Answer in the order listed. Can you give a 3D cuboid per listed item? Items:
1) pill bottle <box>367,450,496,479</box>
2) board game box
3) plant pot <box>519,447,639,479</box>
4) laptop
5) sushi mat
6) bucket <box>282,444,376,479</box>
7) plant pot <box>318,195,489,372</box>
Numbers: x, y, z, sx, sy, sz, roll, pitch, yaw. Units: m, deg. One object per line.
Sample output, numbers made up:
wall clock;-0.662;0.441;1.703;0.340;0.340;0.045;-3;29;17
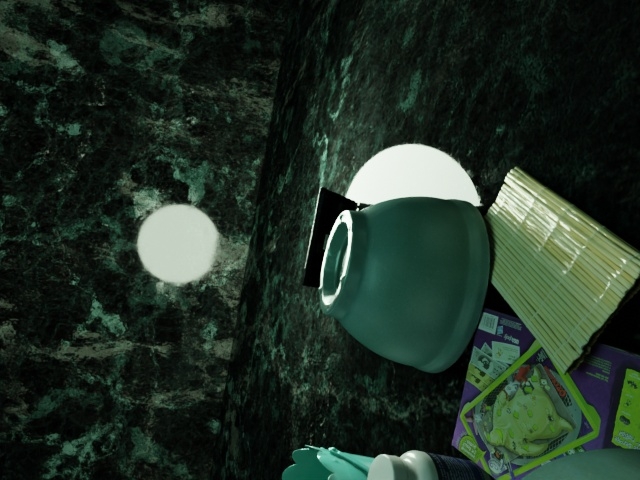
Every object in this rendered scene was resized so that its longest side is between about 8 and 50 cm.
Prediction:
pill bottle;0.151;0.332;0.673;0.094;0.169;0.094;-72;19;0
board game box;0.285;0.212;0.577;0.346;0.056;0.208;-166;92;-70
plant pot;0.230;0.285;0.237;0.334;0.340;0.342;41;-120;-88
laptop;0.000;0.000;1.310;0.136;0.264;0.235;9;87;33
sushi mat;0.279;0.017;0.659;0.317;0.019;0.152;-102;34;-64
bucket;0.047;0.494;0.852;0.281;0.182;0.282;-169;90;-70
plant pot;0.112;0.055;0.843;0.293;0.196;0.293;-168;90;-79
